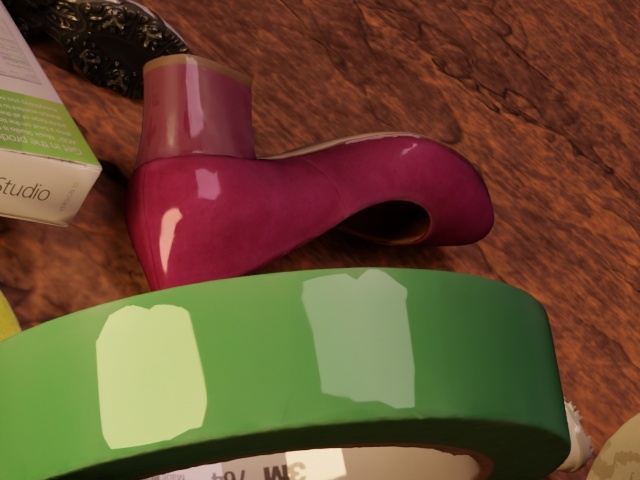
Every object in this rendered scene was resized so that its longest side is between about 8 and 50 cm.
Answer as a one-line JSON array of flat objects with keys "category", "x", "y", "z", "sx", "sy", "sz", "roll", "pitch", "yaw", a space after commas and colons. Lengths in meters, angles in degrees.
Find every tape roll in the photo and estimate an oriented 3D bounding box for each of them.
[{"category": "tape roll", "x": -0.033, "y": 0.101, "z": 1.018, "sx": 0.321, "sy": 0.321, "sz": 0.077, "roll": 9, "pitch": 65, "yaw": -41}]

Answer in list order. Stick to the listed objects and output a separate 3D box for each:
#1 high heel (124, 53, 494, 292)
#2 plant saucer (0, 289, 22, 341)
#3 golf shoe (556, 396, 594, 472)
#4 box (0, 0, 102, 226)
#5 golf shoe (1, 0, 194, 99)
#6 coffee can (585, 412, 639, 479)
[{"category": "high heel", "x": 0.000, "y": 0.000, "z": 1.462, "sx": 0.377, "sy": 0.127, "sz": 0.181, "roll": 17, "pitch": 65, "yaw": -40}, {"category": "plant saucer", "x": -0.280, "y": 0.049, "z": 1.107, "sx": 0.241, "sy": 0.037, "sz": 0.241, "roll": 28, "pitch": 30, "yaw": -18}, {"category": "golf shoe", "x": 0.118, "y": 0.123, "z": 1.443, "sx": 0.176, "sy": 0.069, "sz": 0.086, "roll": 40, "pitch": 49, "yaw": 8}, {"category": "box", "x": -0.306, "y": -0.141, "z": 1.285, "sx": 0.232, "sy": 0.058, "sz": 0.322, "roll": 11, "pitch": 31, "yaw": -40}, {"category": "golf shoe", "x": -0.182, "y": -0.180, "z": 1.493, "sx": 0.198, "sy": 0.077, "sz": 0.094, "roll": 26, "pitch": 32, "yaw": -24}, {"category": "coffee can", "x": 0.347, "y": 0.205, "z": 1.424, "sx": 0.275, "sy": 0.201, "sz": 0.201, "roll": -2, "pitch": 49, "yaw": -48}]
